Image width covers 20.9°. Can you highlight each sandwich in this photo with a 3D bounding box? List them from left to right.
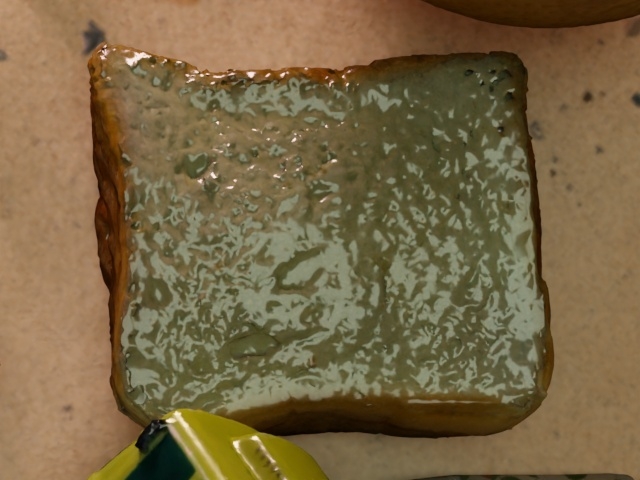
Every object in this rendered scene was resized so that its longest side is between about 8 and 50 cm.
[{"bbox_3d":[0.000,0.000,0.966,0.251,0.087,0.226,-2,83,-9],"label":"sandwich"}]

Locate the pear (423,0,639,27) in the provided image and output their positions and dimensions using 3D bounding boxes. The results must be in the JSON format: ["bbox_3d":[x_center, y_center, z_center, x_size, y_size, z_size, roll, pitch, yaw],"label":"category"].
[{"bbox_3d":[0.110,-0.266,0.915,0.314,0.314,0.314,1,82,-9],"label":"pear"}]

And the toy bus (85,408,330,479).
[{"bbox_3d":[-0.024,0.207,0.838,0.150,0.128,0.262,-47,52,10],"label":"toy bus"}]

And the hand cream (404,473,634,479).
[{"bbox_3d":[0.106,0.156,0.985,0.165,0.037,0.057,1,49,-9],"label":"hand cream"}]
